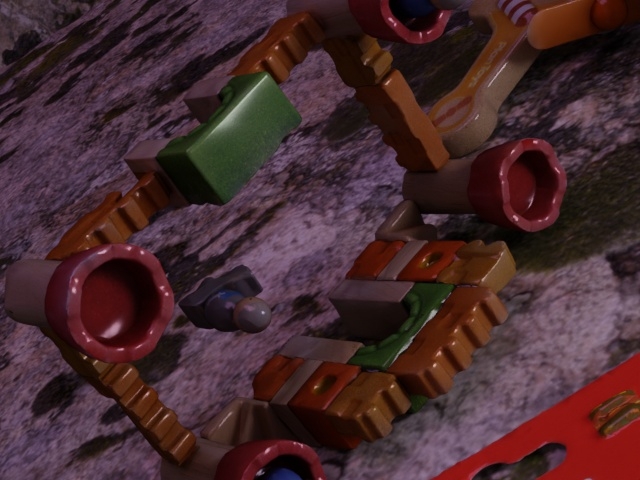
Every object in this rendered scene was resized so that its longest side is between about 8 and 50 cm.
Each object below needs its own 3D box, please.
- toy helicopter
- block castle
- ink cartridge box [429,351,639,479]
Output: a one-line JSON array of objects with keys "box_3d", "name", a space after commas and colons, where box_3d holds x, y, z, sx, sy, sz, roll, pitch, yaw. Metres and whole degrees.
[{"box_3d": [0.243, -0.231, 1.442, 0.235, 0.140, 0.355, 17, 66, 50], "name": "toy helicopter"}, {"box_3d": [0.000, 0.000, 1.061, 0.213, 0.303, 0.453, 2, 44, 52], "name": "block castle"}, {"box_3d": [0.126, 0.207, 0.773, 0.308, 0.091, 0.385, -32, 25, 6], "name": "ink cartridge box"}]
